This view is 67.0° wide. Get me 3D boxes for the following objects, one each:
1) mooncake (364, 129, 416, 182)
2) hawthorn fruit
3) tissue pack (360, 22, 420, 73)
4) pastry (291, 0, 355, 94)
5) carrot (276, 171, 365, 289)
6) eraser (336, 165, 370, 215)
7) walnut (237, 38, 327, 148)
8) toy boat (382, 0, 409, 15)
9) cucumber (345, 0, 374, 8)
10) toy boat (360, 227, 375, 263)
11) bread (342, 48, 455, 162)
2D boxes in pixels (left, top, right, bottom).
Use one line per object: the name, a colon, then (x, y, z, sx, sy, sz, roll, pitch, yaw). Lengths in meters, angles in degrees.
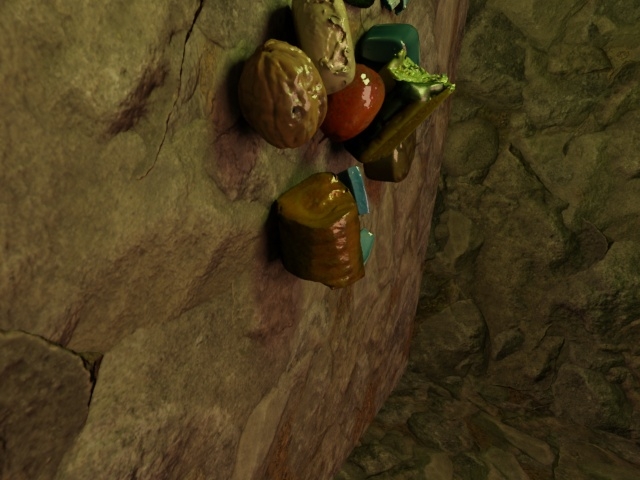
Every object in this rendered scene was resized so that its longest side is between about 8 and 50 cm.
mooncake: (0.296, -0.380, 1.991, 0.284, 0.156, 0.284, -38, 133, -55)
hawthorn fruit: (0.067, -0.392, 1.417, 0.210, 0.211, 0.262, -20, 138, -63)
tissue pack: (0.252, -0.615, 1.708, 0.206, 0.198, 0.287, -56, 147, -43)
pastry: (0.007, -0.488, 1.190, 0.265, 0.133, 0.264, -11, 90, -87)
carrot: (0.000, 0.000, 1.389, 0.241, 0.242, 0.340, -50, 142, -48)
eraser: (0.088, -0.148, 1.512, 0.312, 0.043, 0.144, -163, -121, -81)
walnut: (-0.086, -0.322, 1.094, 0.198, 0.198, 0.244, -60, 150, -36)
toy boat: (0.264, -0.899, 1.770, 0.102, 0.088, 0.215, -44, 158, 8)
cucumber: (0.112, -0.759, 1.490, 0.227, 0.069, 0.069, -28, 127, -56)
toy boat: (0.132, 0.056, 1.917, 0.237, 0.109, 0.098, -56, -177, -41)
bread: (0.220, -0.421, 1.575, 0.251, 0.208, 0.376, -16, 155, -50)
